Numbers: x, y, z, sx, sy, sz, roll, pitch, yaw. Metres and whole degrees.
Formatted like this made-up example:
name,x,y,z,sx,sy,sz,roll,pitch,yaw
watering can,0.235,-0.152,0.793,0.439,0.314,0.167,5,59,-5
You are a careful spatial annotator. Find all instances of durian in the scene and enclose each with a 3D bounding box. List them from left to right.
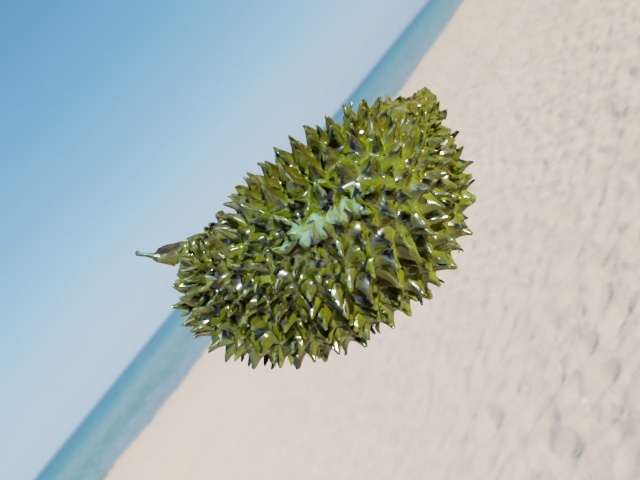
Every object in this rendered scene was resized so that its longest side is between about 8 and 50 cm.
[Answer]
name,x,y,z,sx,sy,sz,roll,pitch,yaw
durian,0.000,0.003,0.441,0.220,0.137,0.095,-32,-7,8
